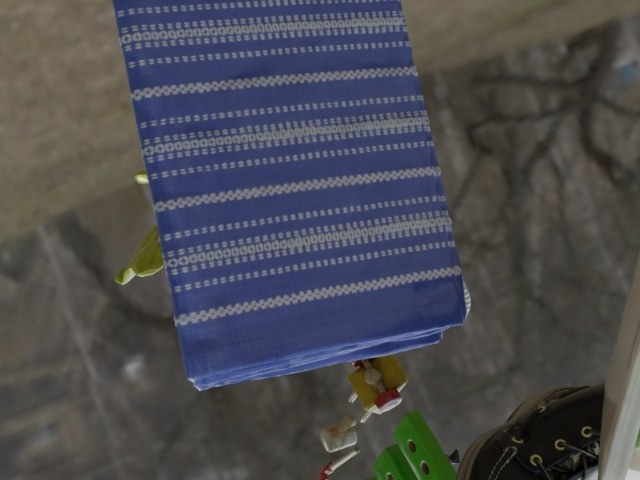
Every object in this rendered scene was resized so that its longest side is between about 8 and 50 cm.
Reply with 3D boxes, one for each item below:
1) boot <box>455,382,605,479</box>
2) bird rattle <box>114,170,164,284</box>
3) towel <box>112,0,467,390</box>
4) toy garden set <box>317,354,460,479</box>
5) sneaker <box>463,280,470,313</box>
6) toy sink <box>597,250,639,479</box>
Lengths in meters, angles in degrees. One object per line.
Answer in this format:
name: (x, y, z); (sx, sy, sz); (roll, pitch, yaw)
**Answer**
boot: (0.224, 0.172, 1.585); (0.178, 0.085, 0.236); (-19, -167, 36)
bird rattle: (-0.086, -0.005, 1.979); (0.253, 0.207, 0.143); (-15, 134, -57)
towel: (-0.025, -0.079, 1.295); (0.243, 0.336, 0.040); (-10, 176, -39)
toy garden set: (0.071, 0.239, 2.003); (0.049, 0.204, 0.244); (-16, 152, -30)
sneaker: (0.085, 0.026, 2.438); (0.094, 0.235, 0.153); (-64, 178, 3)
toy sink: (0.280, 0.086, 1.364); (0.131, 0.153, 0.234); (14, -162, 6)
